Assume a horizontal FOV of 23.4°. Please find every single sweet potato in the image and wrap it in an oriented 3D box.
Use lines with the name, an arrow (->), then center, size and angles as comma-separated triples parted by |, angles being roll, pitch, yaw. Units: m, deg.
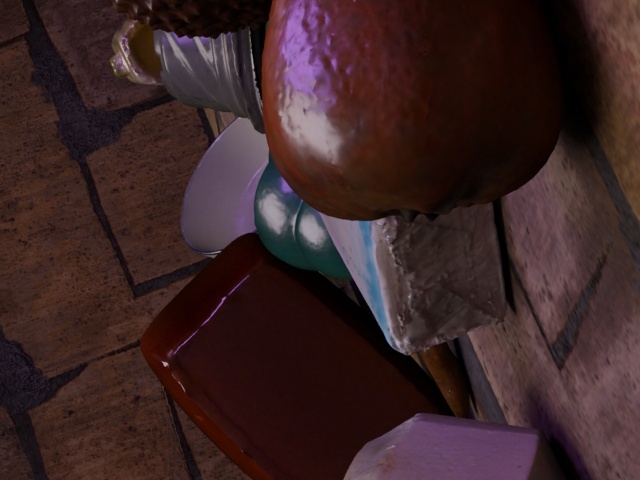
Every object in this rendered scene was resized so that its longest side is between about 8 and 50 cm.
sweet potato -> 0.130, 0.121, 1.670 | 0.044, 0.044, 0.179 | -124, 16, -64

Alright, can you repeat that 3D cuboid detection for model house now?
model house -> -0.206, -0.312, 2.264 | 0.193, 0.234, 0.175 | -144, 35, -75

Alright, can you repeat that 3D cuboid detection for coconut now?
coconut -> 0.134, 0.273, 1.372 | 0.241, 0.241, 0.241 | 160, 90, -83

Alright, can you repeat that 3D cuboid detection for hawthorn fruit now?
hawthorn fruit -> 0.055, -0.136, 0.972 | 0.199, 0.199, 0.251 | -157, 62, -81

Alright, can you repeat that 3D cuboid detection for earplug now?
earplug -> 0.016, -0.088, 1.678 | 0.280, 0.164, 0.257 | 47, 122, 44

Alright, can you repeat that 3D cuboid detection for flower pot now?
flower pot -> -0.108, -0.235, 1.789 | 0.235, 0.140, 0.236 | -1, -90, -76

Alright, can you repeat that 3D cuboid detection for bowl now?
bowl -> -0.059, -0.059, 2.009 | 0.126, 0.238, 0.238 | 35, -164, -35

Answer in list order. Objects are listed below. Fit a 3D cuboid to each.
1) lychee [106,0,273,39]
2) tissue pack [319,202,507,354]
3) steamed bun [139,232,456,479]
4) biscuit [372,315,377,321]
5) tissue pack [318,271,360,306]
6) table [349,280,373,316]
lychee -> -0.118, -0.318, 1.538 | 0.267, 0.267, 0.268 | 160, 90, -83
tissue pack -> 0.060, -0.059, 1.376 | 0.271, 0.124, 0.201 | -116, 12, -46
steamed bun -> -0.020, 0.175, 1.823 | 0.379, 0.235, 0.248 | 42, 180, -8
biscuit -> 0.107, 0.211, 2.126 | 0.187, 0.036, 0.274 | 84, 164, -64
tissue pack -> 0.000, 0.000, 2.136 | 0.196, 0.092, 0.148 | -121, 12, -51
table -> 0.052, 0.000, 1.859 | 0.146, 0.062, 0.175 | 130, 116, -82
